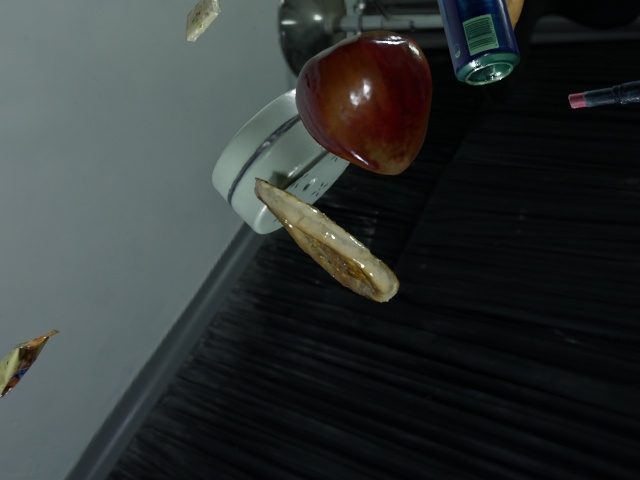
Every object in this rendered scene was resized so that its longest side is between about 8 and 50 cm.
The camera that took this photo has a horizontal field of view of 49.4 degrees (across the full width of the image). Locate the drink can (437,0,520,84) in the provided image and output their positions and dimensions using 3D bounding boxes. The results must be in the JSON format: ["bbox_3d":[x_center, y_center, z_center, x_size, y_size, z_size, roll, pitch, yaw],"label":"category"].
[{"bbox_3d":[0.279,-0.389,1.242,0.118,0.118,0.205,8,69,-56],"label":"drink can"}]

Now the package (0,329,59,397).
[{"bbox_3d":[-0.378,0.160,0.846,0.121,0.031,0.108,-48,-175,1],"label":"package"}]

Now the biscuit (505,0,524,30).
[{"bbox_3d":[0.386,-0.612,1.449,0.365,0.062,0.385,78,18,-67],"label":"biscuit"}]

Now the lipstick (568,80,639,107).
[{"bbox_3d":[0.622,-0.306,1.434,0.053,0.234,0.054,-2,94,-43],"label":"lipstick"}]

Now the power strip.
[{"bbox_3d":[-0.080,-0.175,1.602,0.357,0.161,0.357,-42,170,-9],"label":"power strip"}]

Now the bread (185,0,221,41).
[{"bbox_3d":[-0.271,-0.522,1.607,0.028,0.153,0.068,10,74,-33],"label":"bread"}]

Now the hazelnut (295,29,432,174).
[{"bbox_3d":[0.072,-0.191,0.999,0.208,0.208,0.208,-21,116,-51],"label":"hazelnut"}]

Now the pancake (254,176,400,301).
[{"bbox_3d":[0.001,-0.002,1.313,0.065,0.356,0.356,-46,139,-6],"label":"pancake"}]
